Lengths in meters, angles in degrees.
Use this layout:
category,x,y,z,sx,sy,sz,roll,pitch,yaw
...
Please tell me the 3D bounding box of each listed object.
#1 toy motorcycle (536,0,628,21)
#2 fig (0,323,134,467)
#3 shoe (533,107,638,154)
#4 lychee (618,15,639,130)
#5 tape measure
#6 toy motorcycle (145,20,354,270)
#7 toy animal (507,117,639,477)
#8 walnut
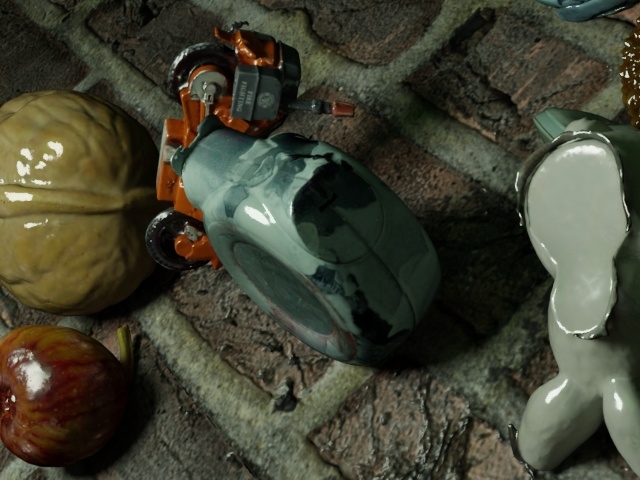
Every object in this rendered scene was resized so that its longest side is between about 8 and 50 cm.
category,x,y,z,sx,sy,sz,roll,pitch,yaw
toy motorcycle,0.341,-0.370,1.838,0.260,0.154,0.206,-20,61,45
fig,-0.288,0.179,1.866,0.175,0.207,0.175,1,92,50
shoe,0.308,-0.082,1.569,0.100,0.103,0.251,-42,38,2
lychee,0.396,-0.168,1.491,0.238,0.200,0.200,-42,32,-13
tape measure,0.000,0.000,1.631,0.147,0.275,0.256,-47,39,-17
toy motorcycle,-0.083,-0.094,1.853,0.148,0.221,0.326,-103,21,-56
toy animal,0.255,0.048,1.388,0.208,0.154,0.325,4,75,50
walnut,-0.323,-0.048,2.027,0.285,0.285,0.296,4,95,48
